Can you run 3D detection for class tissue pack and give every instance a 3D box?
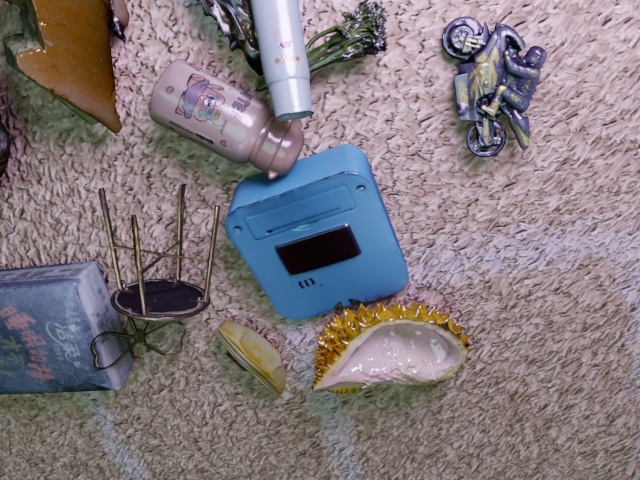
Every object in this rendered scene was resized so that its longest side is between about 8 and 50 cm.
[{"bbox_3d":[-0.518,0.164,0.909,0.316,0.103,0.228,-4,115,9],"label":"tissue pack"}]

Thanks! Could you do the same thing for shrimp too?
[{"bbox_3d":[-0.189,-0.322,0.690,0.222,0.054,0.290,-33,103,17],"label":"shrimp"}]

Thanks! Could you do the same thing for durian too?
[{"bbox_3d":[0.111,0.160,0.823,0.250,0.138,0.183,2,112,-2],"label":"durian"}]

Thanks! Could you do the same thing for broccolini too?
[{"bbox_3d":[-0.003,-0.251,0.678,0.201,0.074,0.058,-21,128,2],"label":"broccolini"}]

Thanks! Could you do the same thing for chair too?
[{"bbox_3d":[-0.251,0.084,0.801,0.160,0.170,0.325,-8,115,-39],"label":"chair"}]

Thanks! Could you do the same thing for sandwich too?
[{"bbox_3d":[-0.349,-0.255,0.687,0.128,0.122,0.235,-20,125,-34],"label":"sandwich"}]

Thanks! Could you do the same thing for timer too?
[{"bbox_3d":[0.000,0.000,0.815,0.232,0.091,0.250,-17,122,12],"label":"timer"}]

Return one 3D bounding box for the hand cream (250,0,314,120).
[{"bbox_3d":[-0.060,-0.318,0.647,0.085,0.058,0.331,-9,90,4],"label":"hand cream"}]

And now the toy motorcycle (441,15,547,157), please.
[{"bbox_3d":[0.241,-0.211,0.690,0.124,0.061,0.193,-13,103,19],"label":"toy motorcycle"}]

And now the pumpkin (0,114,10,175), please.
[{"bbox_3d":[-0.614,-0.164,0.729,0.321,0.192,0.320,1,114,3],"label":"pumpkin"}]

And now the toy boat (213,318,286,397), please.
[{"bbox_3d":[-0.117,0.206,0.908,0.172,0.065,0.066,48,132,-13],"label":"toy boat"}]

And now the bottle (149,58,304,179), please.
[{"bbox_3d":[-0.122,-0.171,0.729,0.209,0.097,0.110,26,90,-6],"label":"bottle"}]
